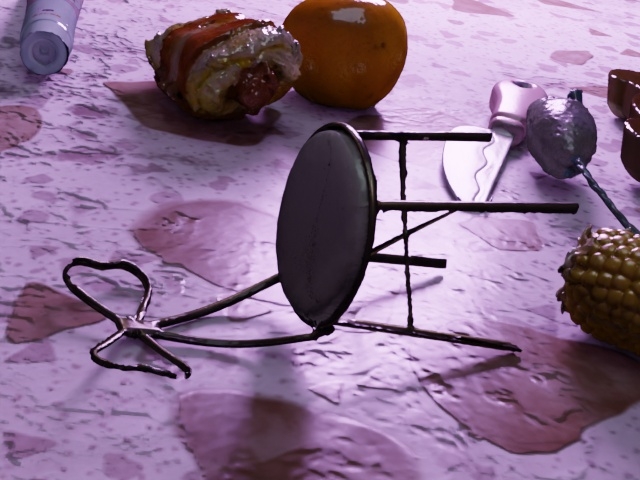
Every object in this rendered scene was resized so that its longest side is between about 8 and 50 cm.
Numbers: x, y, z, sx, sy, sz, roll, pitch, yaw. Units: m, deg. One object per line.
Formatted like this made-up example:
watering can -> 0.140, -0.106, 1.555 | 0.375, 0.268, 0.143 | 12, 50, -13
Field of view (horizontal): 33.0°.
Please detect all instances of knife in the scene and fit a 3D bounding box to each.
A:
knife -> 0.184, -0.115, 1.179 | 0.081, 0.043, 0.336 | 19, 29, 14

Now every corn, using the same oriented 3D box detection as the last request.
corn -> 0.307, 0.064, 0.815 | 0.260, 0.091, 0.091 | 20, 9, 19

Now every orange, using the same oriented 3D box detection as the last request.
orange -> 0.027, -0.216, 1.237 | 0.155, 0.134, 0.154 | -6, 9, 1

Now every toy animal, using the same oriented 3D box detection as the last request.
toy animal -> 0.267, -0.081, 1.098 | 0.079, 0.070, 0.253 | -13, 38, -7

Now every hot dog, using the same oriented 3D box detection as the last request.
hot dog -> -0.106, -0.184, 1.155 | 0.146, 0.103, 0.213 | -23, 27, -15

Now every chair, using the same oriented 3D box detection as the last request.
chair -> 0.000, 0.000, 0.768 | 0.326, 0.170, 0.160 | 4, 29, -26

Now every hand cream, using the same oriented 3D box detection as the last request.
hand cream -> -0.319, -0.263, 1.285 | 0.085, 0.058, 0.331 | -11, 25, -5

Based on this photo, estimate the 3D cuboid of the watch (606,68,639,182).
watch -> 0.487, -0.231, 1.194 | 0.314, 0.327, 0.335 | 6, 26, -8
